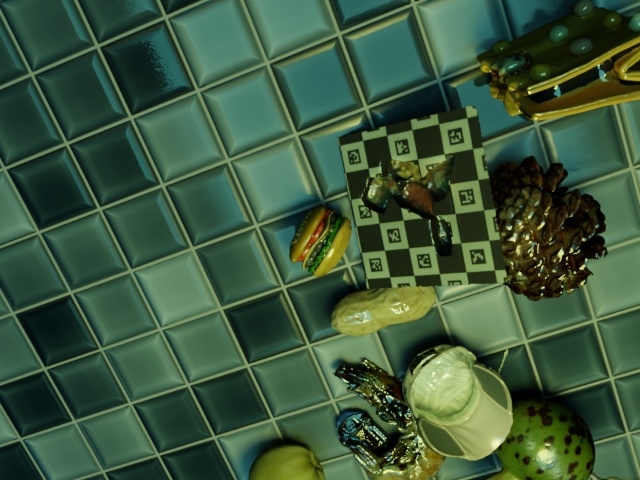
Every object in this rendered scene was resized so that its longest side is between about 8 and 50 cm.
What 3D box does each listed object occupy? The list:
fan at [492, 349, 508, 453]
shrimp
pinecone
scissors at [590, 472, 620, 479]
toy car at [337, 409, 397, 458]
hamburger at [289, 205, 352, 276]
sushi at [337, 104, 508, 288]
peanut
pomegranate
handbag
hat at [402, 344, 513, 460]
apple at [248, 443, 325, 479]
[{"bbox_3d":[0.421,0.407,1.749,0.182,0.010,0.310,11,110,0],"label":"fan"},{"bbox_3d":[0.154,0.459,1.711,0.365,0.071,0.233,40,76,-9],"label":"shrimp"},{"bbox_3d":[0.458,-0.021,1.468,0.296,0.242,0.298,48,147,-8],"label":"pinecone"},{"bbox_3d":[0.752,0.641,1.798,0.242,0.030,0.118,-2,110,6],"label":"scissors"},{"bbox_3d":[0.132,0.515,1.776,0.216,0.063,0.103,45,102,-1],"label":"toy car"},{"bbox_3d":[0.000,0.000,1.560,0.115,0.162,0.162,29,108,-5],"label":"hamburger"},{"bbox_3d":[0.222,-0.080,1.497,0.343,0.064,0.359,-7,98,38],"label":"sushi"},{"bbox_3d":[0.140,0.150,1.619,0.257,0.123,0.123,-20,107,9],"label":"peanut"},{"bbox_3d":[0.488,0.501,1.647,0.306,0.242,0.242,-19,108,-11],"label":"pomegranate"},{"bbox_3d":[0.454,-0.331,1.288,0.283,0.401,0.133,-21,111,9],"label":"handbag"},{"bbox_3d":[0.321,0.376,1.642,0.232,0.161,0.275,-47,72,5],"label":"hat"},{"bbox_3d":[-0.089,0.607,1.762,0.200,0.200,0.200,1,109,3],"label":"apple"}]
